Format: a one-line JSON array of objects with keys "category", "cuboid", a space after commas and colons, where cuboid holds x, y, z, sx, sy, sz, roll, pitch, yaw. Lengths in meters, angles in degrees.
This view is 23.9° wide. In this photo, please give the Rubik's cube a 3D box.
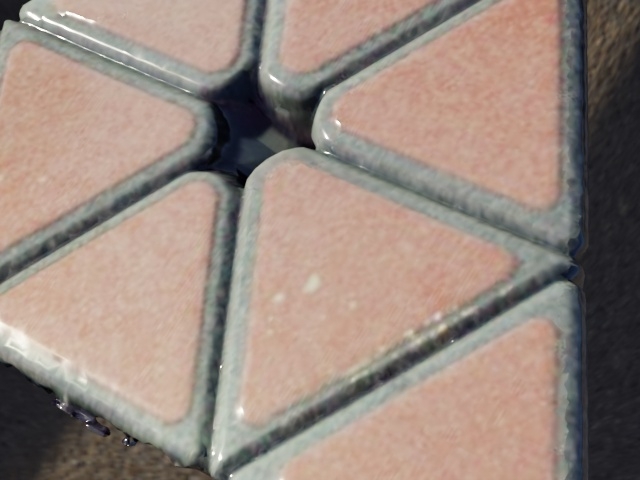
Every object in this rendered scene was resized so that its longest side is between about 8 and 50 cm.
[{"category": "Rubik's cube", "cuboid": [0.000, 0.000, 0.483, 0.233, 0.228, 0.229, -30, 90, -44]}]
